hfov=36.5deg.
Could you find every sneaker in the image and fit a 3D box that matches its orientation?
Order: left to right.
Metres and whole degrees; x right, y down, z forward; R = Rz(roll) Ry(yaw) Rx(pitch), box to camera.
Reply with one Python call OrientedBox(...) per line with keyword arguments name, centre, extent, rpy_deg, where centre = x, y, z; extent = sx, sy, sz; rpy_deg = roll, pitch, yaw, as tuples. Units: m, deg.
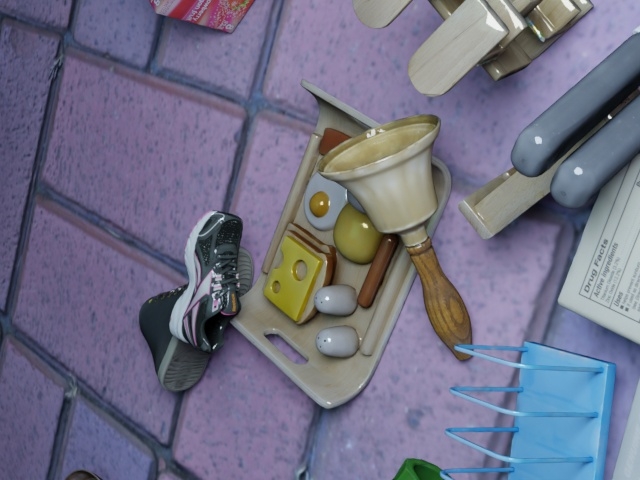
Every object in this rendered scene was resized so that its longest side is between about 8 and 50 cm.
OrientedBox(name="sneaker", centre=(-0.174, 0.076, 1.263), extent=(0.118, 0.083, 0.222), rpy_deg=(49, 117, 41))
OrientedBox(name="sneaker", centre=(-0.118, 0.053, 1.142), extent=(0.077, 0.072, 0.178), rpy_deg=(34, 119, 41))

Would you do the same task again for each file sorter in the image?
OrientedBox(name="file sorter", centre=(0.177, 0.183, 0.871), extent=(0.118, 0.104, 0.170), rpy_deg=(-171, 86, -65))

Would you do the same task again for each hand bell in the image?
OrientedBox(name="hand bell", centre=(0.100, 0.011, 0.953), extent=(0.126, 0.126, 0.242), rpy_deg=(-5, 117, 44))

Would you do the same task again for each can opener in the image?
OrientedBox(name="can opener", centre=(0.259, -0.138, 0.736), extent=(0.076, 0.283, 0.095), rpy_deg=(42, 151, 17))

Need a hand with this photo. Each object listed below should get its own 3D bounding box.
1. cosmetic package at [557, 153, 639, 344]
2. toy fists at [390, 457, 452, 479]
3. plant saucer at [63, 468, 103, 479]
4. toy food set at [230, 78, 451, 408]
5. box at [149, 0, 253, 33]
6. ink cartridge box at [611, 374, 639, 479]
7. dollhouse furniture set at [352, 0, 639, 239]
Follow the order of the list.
OrientedBox(name="cosmetic package", centre=(0.354, 0.040, 0.722), extent=(0.309, 0.113, 0.160), rpy_deg=(31, 108, 42))
OrientedBox(name="toy fists", centre=(0.134, 0.348, 0.931), extent=(0.279, 0.096, 0.142), rpy_deg=(45, 110, 39))
OrientedBox(name="plant saucer", centre=(-0.341, 0.423, 1.439), extent=(0.168, 0.029, 0.168), rpy_deg=(-5, 83, 44))
OrientedBox(name="toy food set", centre=(0.000, 0.000, 1.089), extent=(0.219, 0.092, 0.306), rpy_deg=(36, 111, 40))
OrientedBox(name="box", centre=(-0.114, -0.401, 1.208), extent=(0.257, 0.128, 0.123), rpy_deg=(-48, 56, 31))
OrientedBox(name="ink cartridge box", centre=(0.357, 0.297, 0.691), extent=(0.385, 0.091, 0.308), rpy_deg=(-134, 44, -55))
OrientedBox(name="dollhouse furniture set", centre=(0.149, -0.152, 0.877), extent=(0.242, 0.212, 0.161), rpy_deg=(52, 128, 6))
